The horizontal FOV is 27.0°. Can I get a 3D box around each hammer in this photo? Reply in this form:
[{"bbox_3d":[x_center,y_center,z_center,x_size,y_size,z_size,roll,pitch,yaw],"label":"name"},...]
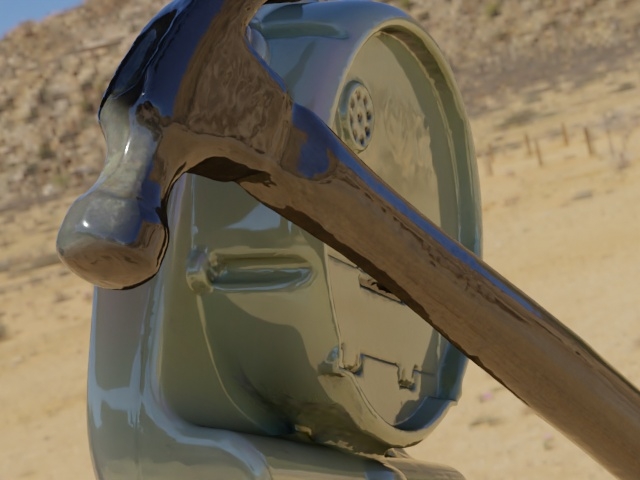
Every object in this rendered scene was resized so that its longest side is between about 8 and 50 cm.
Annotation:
[{"bbox_3d":[0.083,0.047,0.588,0.044,0.168,0.440,-12,-42,46],"label":"hammer"}]

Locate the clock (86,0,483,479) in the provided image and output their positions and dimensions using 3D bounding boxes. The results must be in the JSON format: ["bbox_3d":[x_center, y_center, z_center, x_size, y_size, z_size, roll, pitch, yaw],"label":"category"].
[{"bbox_3d":[0.000,0.000,0.683,0.108,0.324,0.265,-2,-11,27],"label":"clock"}]
